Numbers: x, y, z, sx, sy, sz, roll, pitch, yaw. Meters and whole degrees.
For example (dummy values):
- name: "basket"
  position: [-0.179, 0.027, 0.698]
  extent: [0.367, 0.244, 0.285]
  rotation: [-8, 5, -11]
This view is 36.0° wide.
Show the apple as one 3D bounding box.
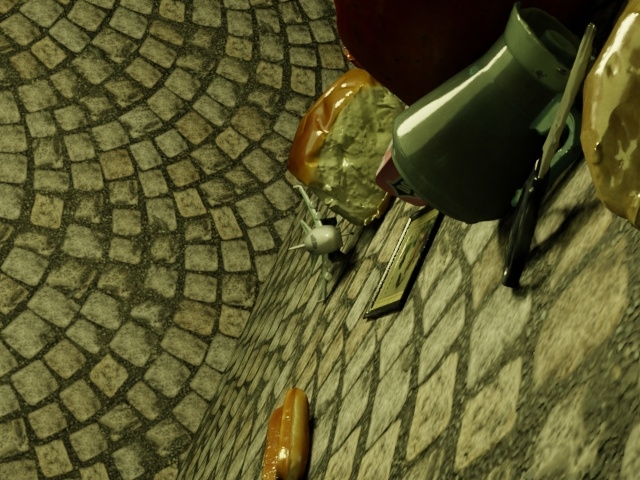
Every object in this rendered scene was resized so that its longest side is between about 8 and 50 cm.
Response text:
- name: "apple"
  position: [0.189, -0.327, 1.238]
  extent: [0.365, 0.329, 0.295]
  rotation: [89, -169, -58]

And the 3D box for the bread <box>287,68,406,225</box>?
- name: "bread"
  position: [0.063, -0.192, 1.970]
  extent: [0.279, 0.225, 0.250]
  rotation: [-61, 8, 3]

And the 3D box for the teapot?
- name: "teapot"
  position: [0.205, -0.132, 1.106]
  extent: [0.225, 0.171, 0.203]
  rotation: [-50, 44, 32]

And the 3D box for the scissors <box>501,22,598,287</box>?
- name: "scissors"
  position: [0.218, -0.078, 0.943]
  extent: [0.109, 0.022, 0.300]
  rotation: [-72, -6, -46]

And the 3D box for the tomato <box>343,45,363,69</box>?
- name: "tomato"
  position: [0.187, -0.546, 2.268]
  extent: [0.341, 0.273, 0.341]
  rotation: [179, 90, -88]

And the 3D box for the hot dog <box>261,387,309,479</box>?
- name: "hot dog"
  position: [-0.048, 0.311, 1.548]
  extent: [0.092, 0.062, 0.235]
  rotation: [-59, 10, 25]

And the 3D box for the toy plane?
- name: "toy plane"
  position: [0.005, -0.001, 2.027]
  extent: [0.255, 0.101, 0.251]
  rotation: [161, 97, -75]

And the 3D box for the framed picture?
- name: "framed picture"
  position: [0.132, 0.029, 1.531]
  extent: [0.195, 0.010, 0.199]
  rotation: [-64, 7, -14]

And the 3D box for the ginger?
- name: "ginger"
  position: [0.302, -0.208, 0.793]
  extent: [0.348, 0.122, 0.363]
  rotation: [-51, 21, 19]

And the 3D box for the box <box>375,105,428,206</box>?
- name: "box"
  position: [0.217, -0.249, 1.594]
  extent: [0.369, 0.112, 0.190]
  rotation: [-64, 7, -27]
